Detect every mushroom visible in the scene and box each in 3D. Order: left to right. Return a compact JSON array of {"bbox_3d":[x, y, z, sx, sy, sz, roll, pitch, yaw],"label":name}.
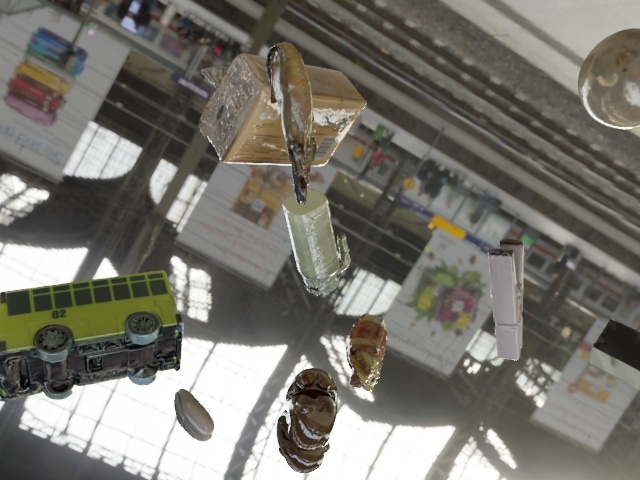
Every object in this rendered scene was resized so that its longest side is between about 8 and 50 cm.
[{"bbox_3d":[0.635,-0.319,1.415,0.204,0.204,0.204,30,-172,-5],"label":"mushroom"}]

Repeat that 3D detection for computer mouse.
[{"bbox_3d":[-0.210,0.286,1.135,0.096,0.066,0.039,43,-126,17],"label":"computer mouse"}]

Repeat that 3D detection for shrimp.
[{"bbox_3d":[-0.039,-0.194,1.163,0.066,0.261,0.117,-8,-167,-16],"label":"shrimp"}]

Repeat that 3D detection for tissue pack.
[{"bbox_3d":[-0.100,-0.307,1.559,0.306,0.238,0.239,-4,-149,-44],"label":"tissue pack"}]

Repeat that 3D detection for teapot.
[{"bbox_3d":[0.000,0.000,1.317,0.077,0.107,0.200,36,147,45],"label":"teapot"}]

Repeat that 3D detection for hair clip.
[{"bbox_3d":[0.510,0.162,1.918,0.085,0.330,0.101,3,-158,22],"label":"hair clip"}]

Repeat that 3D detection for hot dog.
[{"bbox_3d":[0.113,0.287,1.818,0.103,0.146,0.213,7,-135,14],"label":"hot dog"}]

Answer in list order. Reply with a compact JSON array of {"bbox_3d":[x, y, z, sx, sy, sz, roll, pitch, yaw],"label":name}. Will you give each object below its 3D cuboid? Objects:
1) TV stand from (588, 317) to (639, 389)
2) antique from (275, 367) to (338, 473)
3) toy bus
[{"bbox_3d":[0.694,0.269,1.426,0.270,0.088,0.082,28,157,29],"label":"TV stand"},{"bbox_3d":[-0.026,0.403,1.497,0.121,0.256,0.143,9,-135,-8],"label":"antique"},{"bbox_3d":[-0.347,0.137,1.040,0.262,0.128,0.150,-7,-134,-21],"label":"toy bus"}]
